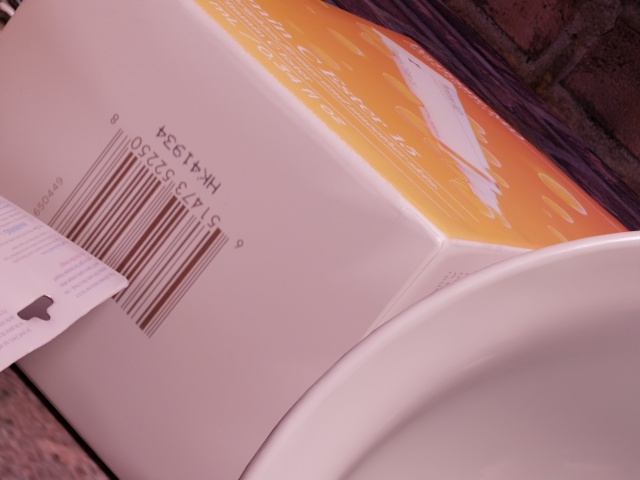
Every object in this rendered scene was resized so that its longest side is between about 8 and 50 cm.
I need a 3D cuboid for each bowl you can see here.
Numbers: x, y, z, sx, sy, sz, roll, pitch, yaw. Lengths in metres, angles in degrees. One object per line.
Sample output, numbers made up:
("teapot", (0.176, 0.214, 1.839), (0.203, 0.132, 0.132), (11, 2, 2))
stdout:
("bowl", (0.095, 0.154, 0.456), (0.298, 0.298, 0.134), (39, -18, 2))

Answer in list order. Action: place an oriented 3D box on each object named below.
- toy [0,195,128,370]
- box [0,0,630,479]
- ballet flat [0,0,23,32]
("toy", (-0.199, -0.017, 0.579), (0.237, 0.056, 0.137), (35, 18, 4))
("box", (0.000, 0.000, 0.786), (0.215, 0.168, 0.345), (44, 15, 20))
("ballet flat", (-0.220, -0.151, 0.909), (0.203, 0.074, 0.074), (42, 15, 4))
